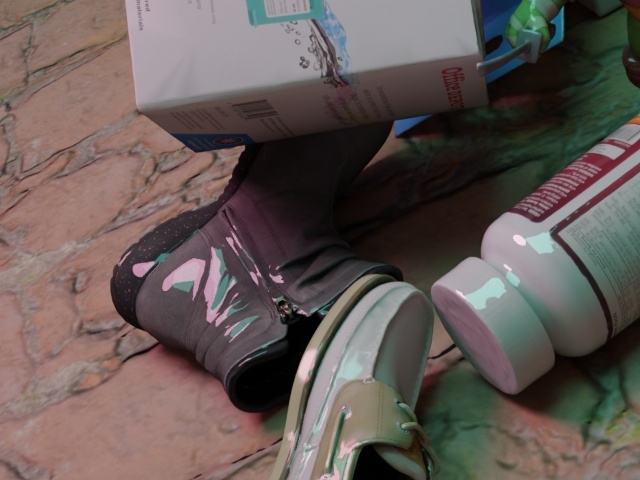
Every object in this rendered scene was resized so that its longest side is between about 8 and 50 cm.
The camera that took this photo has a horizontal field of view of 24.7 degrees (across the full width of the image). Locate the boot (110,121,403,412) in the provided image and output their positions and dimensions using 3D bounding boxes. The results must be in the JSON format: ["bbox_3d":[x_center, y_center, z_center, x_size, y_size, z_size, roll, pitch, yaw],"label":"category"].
[{"bbox_3d":[0.000,0.000,1.271,0.338,0.118,0.223,-47,43,-16],"label":"boot"}]

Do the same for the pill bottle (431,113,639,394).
[{"bbox_3d":[0.197,0.009,1.078,0.221,0.121,0.121,-36,33,-13],"label":"pill bottle"}]

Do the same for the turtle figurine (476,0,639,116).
[{"bbox_3d":[0.253,-0.143,1.129,0.198,0.266,0.275,-25,47,22],"label":"turtle figurine"}]

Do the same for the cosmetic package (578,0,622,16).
[{"bbox_3d":[0.287,-0.350,1.488,0.151,0.151,0.184,-29,33,-3],"label":"cosmetic package"}]

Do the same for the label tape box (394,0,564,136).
[{"bbox_3d":[0.124,-0.301,1.401,0.240,0.106,0.334,-28,45,48],"label":"label tape box"}]

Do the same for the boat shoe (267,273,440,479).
[{"bbox_3d":[0.030,0.155,1.018,0.103,0.113,0.302,0,52,34],"label":"boat shoe"}]

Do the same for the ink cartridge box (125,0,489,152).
[{"bbox_3d":[-0.007,-0.201,1.203,0.270,0.197,0.198,-8,-7,7],"label":"ink cartridge box"}]
